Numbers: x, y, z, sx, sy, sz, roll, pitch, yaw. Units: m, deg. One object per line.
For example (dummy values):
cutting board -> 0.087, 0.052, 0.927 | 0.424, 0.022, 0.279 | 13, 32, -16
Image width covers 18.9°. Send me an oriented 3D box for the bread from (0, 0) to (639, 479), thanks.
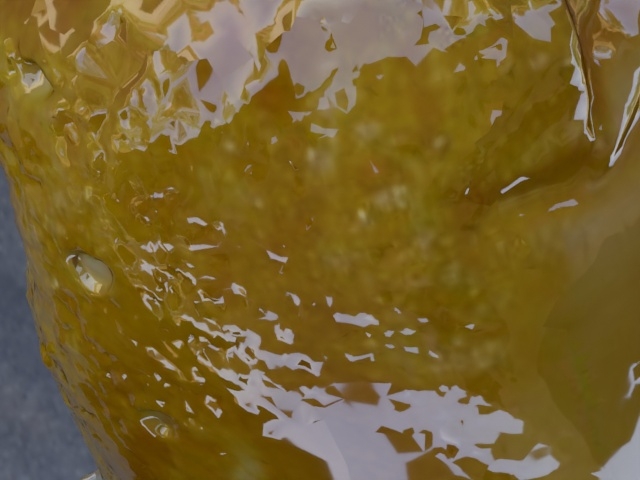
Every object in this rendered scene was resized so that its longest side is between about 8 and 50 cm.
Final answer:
bread -> 0.000, 0.000, 0.804 | 0.250, 0.361, 0.394 | -59, 144, -35
